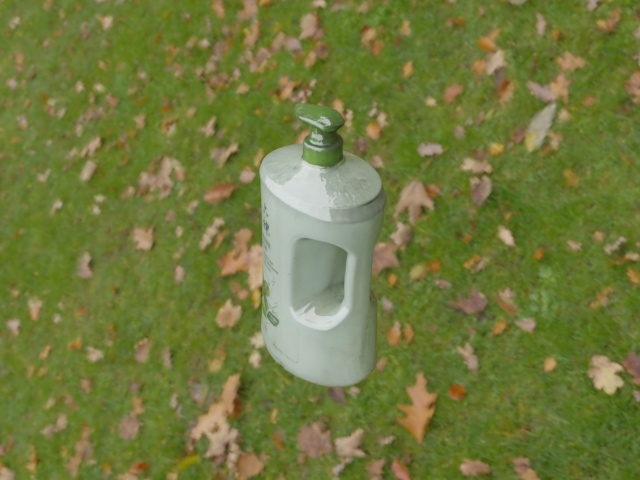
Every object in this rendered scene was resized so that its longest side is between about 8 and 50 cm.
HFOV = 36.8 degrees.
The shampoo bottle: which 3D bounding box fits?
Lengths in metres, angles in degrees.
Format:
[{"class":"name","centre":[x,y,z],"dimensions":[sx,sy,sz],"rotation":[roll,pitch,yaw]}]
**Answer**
[{"class":"shampoo bottle","centre":[0.000,0.000,0.792],"dimensions":[0.118,0.087,0.234],"rotation":[34,136,39]}]
